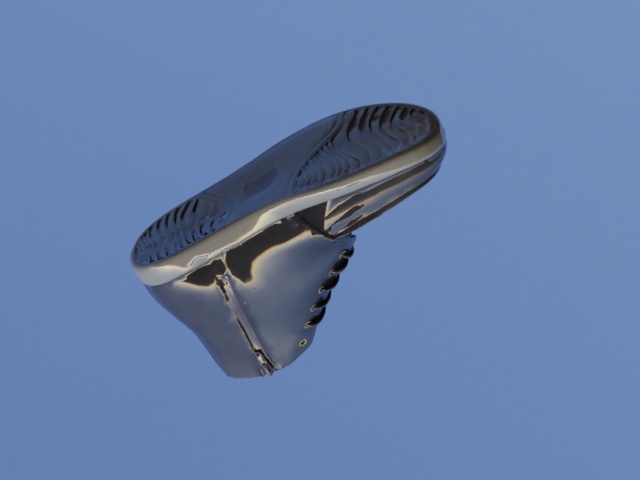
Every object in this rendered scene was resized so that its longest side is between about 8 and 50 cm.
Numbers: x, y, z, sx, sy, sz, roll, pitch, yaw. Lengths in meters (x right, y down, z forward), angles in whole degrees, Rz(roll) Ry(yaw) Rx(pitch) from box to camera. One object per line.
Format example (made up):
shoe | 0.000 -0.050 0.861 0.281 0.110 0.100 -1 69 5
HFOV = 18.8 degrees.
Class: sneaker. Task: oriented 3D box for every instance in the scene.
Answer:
sneaker | 0.000 0.000 1.244 0.118 0.222 0.083 53 -158 -30
